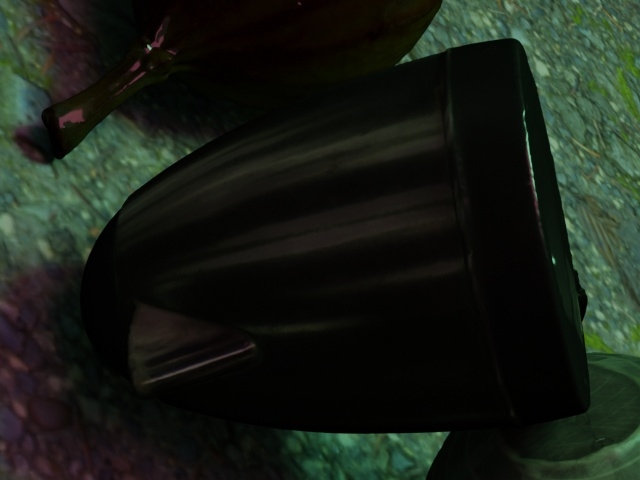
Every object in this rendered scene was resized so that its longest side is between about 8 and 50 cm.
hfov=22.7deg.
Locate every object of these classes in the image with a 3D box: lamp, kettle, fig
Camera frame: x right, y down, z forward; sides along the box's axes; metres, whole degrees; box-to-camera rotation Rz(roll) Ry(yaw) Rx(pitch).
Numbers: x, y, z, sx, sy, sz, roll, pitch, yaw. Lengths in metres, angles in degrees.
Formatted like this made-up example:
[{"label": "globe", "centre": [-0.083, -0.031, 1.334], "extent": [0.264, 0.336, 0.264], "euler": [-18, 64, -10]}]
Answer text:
[{"label": "lamp", "centre": [0.170, 0.186, 0.938], "extent": [0.233, 0.233, 0.265], "euler": [35, 22, -21]}, {"label": "kettle", "centre": [-0.004, -0.002, 0.886], "extent": [0.207, 0.271, 0.251], "euler": [63, 19, -54]}, {"label": "fig", "centre": [-0.059, -0.145, 1.043], "extent": [0.217, 0.217, 0.321], "euler": [46, 55, -7]}]

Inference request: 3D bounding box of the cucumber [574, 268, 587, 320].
[{"label": "cucumber", "centre": [0.080, 0.048, 1.097], "extent": [0.300, 0.072, 0.072], "euler": [-3, 61, -48]}]
